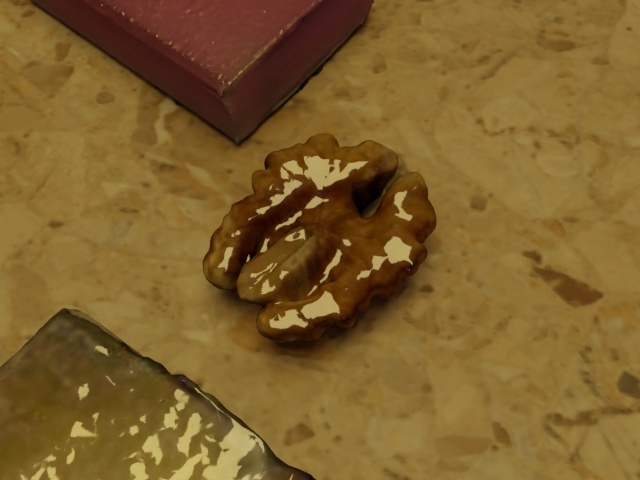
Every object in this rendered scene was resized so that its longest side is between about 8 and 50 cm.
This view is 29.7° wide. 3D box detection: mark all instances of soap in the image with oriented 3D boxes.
[{"bbox_3d":[-0.108,-0.221,1.016,0.259,0.081,0.181,36,68,21],"label":"soap"}]

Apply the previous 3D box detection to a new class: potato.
[{"bbox_3d":[-0.144,0.195,0.709,0.189,0.211,0.264,41,73,21],"label":"potato"}]

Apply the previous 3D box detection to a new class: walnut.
[{"bbox_3d":[0.000,0.000,0.889,0.170,0.069,0.143,-38,66,-16],"label":"walnut"}]
